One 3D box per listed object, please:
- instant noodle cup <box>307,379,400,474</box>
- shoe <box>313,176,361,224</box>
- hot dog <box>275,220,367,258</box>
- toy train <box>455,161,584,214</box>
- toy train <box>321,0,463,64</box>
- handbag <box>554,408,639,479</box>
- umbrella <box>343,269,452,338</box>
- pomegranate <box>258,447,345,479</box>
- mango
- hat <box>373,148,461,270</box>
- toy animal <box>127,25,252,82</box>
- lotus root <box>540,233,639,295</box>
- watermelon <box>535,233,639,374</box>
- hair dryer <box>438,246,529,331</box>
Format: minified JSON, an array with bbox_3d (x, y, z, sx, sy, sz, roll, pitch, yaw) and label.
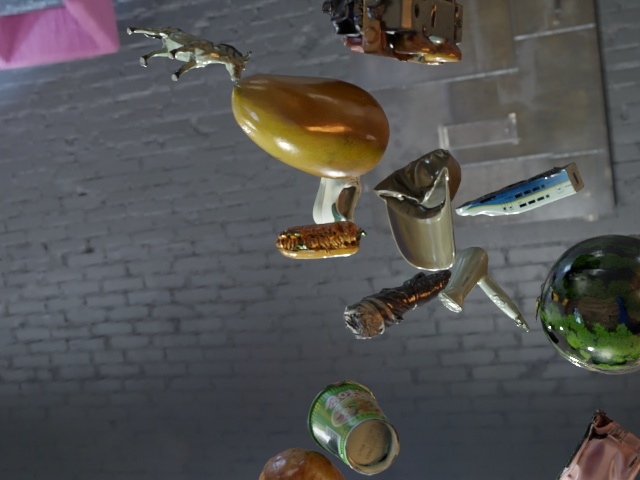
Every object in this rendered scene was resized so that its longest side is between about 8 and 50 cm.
[{"bbox_3d":[0.092,0.490,2.228,0.207,0.207,0.233,-11,-170,-15],"label":"instant noodle cup"},{"bbox_3d":[0.060,-0.157,2.050,0.095,0.265,0.110,9,-178,-39],"label":"shoe"},{"bbox_3d":[0.000,0.000,1.766,0.188,0.072,0.055,-6,178,12],"label":"hot dog"},{"bbox_3d":[0.341,-0.074,1.512,0.234,0.051,0.052,-22,-176,40],"label":"toy train"},{"bbox_3d":[0.147,-0.423,1.654,0.232,0.163,0.369,4,-172,29],"label":"toy train"},{"bbox_3d":[0.503,0.408,1.553,0.116,0.205,0.179,32,-117,24],"label":"handbag"},{"bbox_3d":[0.226,0.172,2.427,0.358,0.113,0.106,-23,174,-28],"label":"umbrella"},{"bbox_3d":[-0.045,0.661,2.267,0.248,0.248,0.248,-8,-172,1],"label":"pomegranate"},{"bbox_3d":[-0.013,-0.206,1.518,0.317,0.173,0.211,9,-155,-42],"label":"mango"},{"bbox_3d":[0.196,-0.052,1.462,0.166,0.173,0.144,-11,-158,49],"label":"hat"},{"bbox_3d":[-0.267,-0.389,1.765,0.217,0.073,0.176,31,-143,24],"label":"toy animal"},{"bbox_3d":[0.692,0.116,1.959,0.390,0.111,0.375,-14,-148,34],"label":"lotus root"},{"bbox_3d":[0.517,0.114,1.536,0.269,0.269,0.269,-8,-172,1],"label":"watermelon"},{"bbox_3d":[0.392,0.144,1.998,0.075,0.237,0.206,-46,-175,42],"label":"hair dryer"}]
